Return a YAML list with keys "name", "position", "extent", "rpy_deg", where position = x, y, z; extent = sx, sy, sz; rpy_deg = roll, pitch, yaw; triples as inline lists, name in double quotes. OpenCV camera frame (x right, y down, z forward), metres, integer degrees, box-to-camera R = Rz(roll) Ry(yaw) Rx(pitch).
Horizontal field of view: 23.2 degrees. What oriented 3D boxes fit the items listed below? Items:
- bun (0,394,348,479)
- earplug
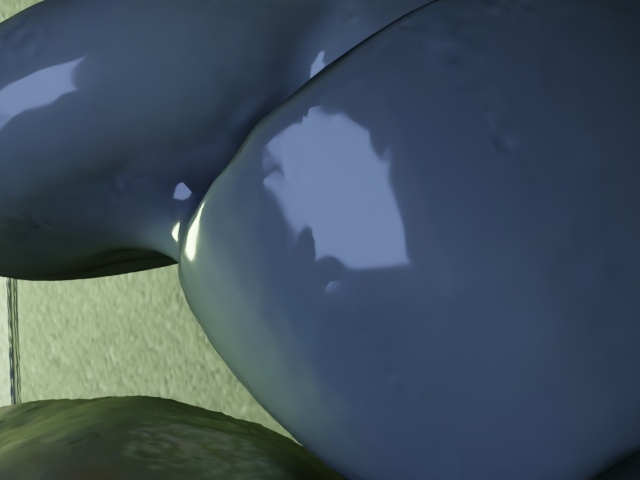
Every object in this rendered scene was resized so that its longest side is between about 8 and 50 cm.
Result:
- name: "bun"
  position: [-0.026, 0.216, 0.545]
  extent: [0.365, 0.219, 0.365]
  rpy_deg: [32, 132, 45]
- name: "earplug"
  position: [0.001, -0.012, 0.516]
  extent: [0.326, 0.214, 0.175]
  rpy_deg: [14, 105, 45]
